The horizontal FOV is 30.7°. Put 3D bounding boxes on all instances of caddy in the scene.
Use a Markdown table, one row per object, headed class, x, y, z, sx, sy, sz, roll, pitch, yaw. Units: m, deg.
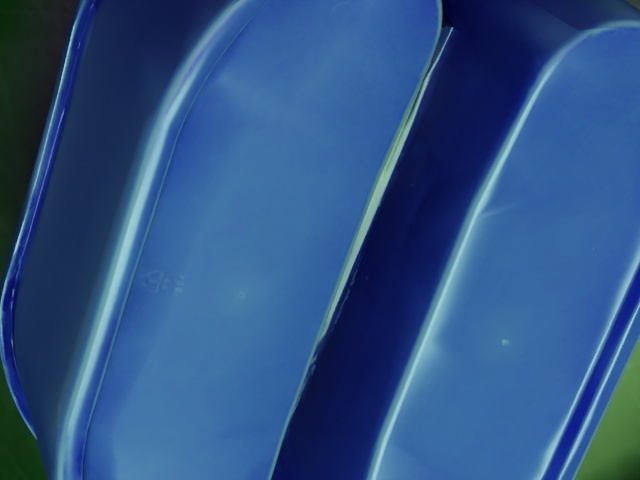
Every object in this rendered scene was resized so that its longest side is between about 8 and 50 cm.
| class | x | y | z | sx | sy | sz | roll | pitch | yaw |
| --- | --- | --- | --- | --- | --- | --- | --- | --- | --- |
| caddy | 0.000 | 0.000 | 0.504 | 0.241 | 0.179 | 0.341 | 12 | 109 | -25 |
